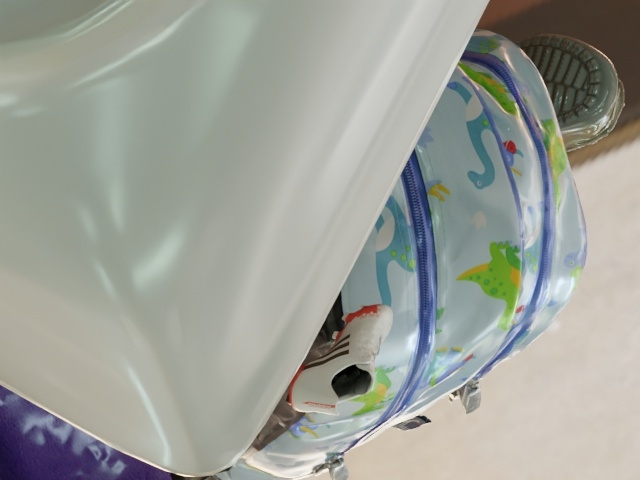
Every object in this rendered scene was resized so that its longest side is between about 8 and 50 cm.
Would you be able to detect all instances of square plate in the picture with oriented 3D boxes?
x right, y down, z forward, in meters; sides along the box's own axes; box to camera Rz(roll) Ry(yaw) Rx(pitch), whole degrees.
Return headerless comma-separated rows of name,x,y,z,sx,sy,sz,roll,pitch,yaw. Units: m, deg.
square plate,-0.086,-0.182,0.368,0.347,0.344,0.049,-61,166,-7

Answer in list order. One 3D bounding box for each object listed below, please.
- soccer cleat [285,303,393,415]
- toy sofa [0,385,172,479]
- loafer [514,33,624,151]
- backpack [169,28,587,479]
soccer cleat,0.016,0.058,0.863,0.083,0.035,0.029,-37,131,-44
toy sofa,-0.246,0.095,1.313,0.150,0.177,0.362,-33,94,7
loafer,0.167,-0.106,1.477,0.087,0.251,0.094,26,76,-30
backpack,0.000,0.000,1.109,0.273,0.290,0.355,-10,167,-8
